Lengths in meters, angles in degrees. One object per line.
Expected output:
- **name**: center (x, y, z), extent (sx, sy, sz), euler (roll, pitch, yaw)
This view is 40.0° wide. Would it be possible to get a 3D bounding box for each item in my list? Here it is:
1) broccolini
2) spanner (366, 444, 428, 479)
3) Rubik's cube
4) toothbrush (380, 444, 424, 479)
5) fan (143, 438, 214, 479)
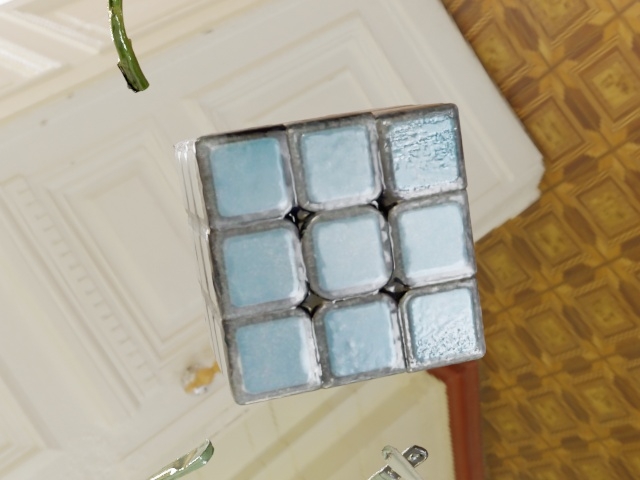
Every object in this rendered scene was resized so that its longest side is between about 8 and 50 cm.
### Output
- **broccolini**: center (-0.209, -0.318, 1.080), extent (0.062, 0.123, 0.271), euler (18, 110, 57)
- **spanner**: center (0.089, 0.456, 1.600), extent (0.087, 0.024, 0.316), euler (35, 124, -16)
- **Rubik's cube**: center (0.000, 0.000, 1.083), extent (0.304, 0.305, 0.301), euler (-152, 52, -77)
- **toothbrush**: center (0.130, 0.263, 0.816), extent (0.204, 0.017, 0.022), euler (41, -175, 28)
- **fan**: center (-0.191, 0.269, 0.956), extent (0.193, 0.038, 0.016), euler (-32, 103, 18)
